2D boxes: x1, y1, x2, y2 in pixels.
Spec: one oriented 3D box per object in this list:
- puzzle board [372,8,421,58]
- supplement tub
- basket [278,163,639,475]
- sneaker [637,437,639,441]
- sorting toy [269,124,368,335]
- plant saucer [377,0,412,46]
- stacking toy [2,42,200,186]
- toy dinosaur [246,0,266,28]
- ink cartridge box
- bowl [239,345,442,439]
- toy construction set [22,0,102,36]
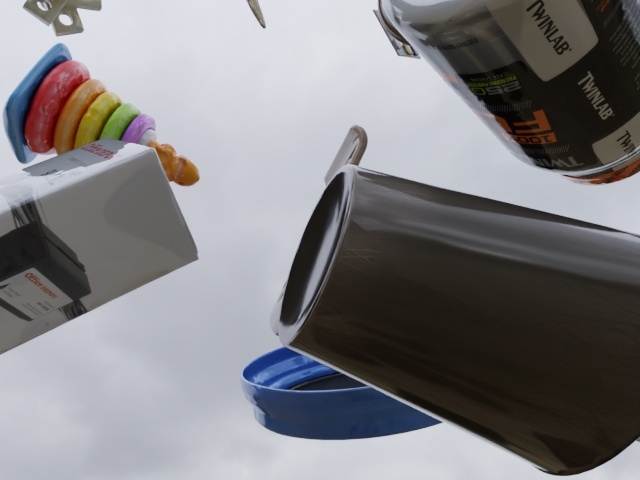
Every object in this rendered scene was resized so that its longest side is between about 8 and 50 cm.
[{"bbox_3d":[0.178,-0.474,1.557,0.011,0.128,0.096,-36,-15,37],"label":"puzzle board"},{"bbox_3d":[0.217,-0.189,0.641,0.193,0.194,0.316,-25,-40,32],"label":"supplement tub"},{"bbox_3d":[0.098,0.046,0.469,0.226,0.154,0.204,21,-55,-13],"label":"basket"},{"bbox_3d":[0.460,0.203,0.957,0.118,0.110,0.292,-30,-43,-19],"label":"sneaker"},{"bbox_3d":[0.000,0.000,0.740,0.038,0.208,0.193,22,-16,-4],"label":"sorting toy"},{"bbox_3d":[0.247,-0.534,1.420,0.277,0.278,0.041,-13,-22,20],"label":"plant saucer"},{"bbox_3d":[-0.328,-0.167,1.088,0.301,0.166,0.175,25,-32,-1],"label":"stacking toy"},{"bbox_3d":[-0.050,-0.156,0.179,0.053,0.093,0.183,3,-39,16],"label":"toy dinosaur"},{"bbox_3d":[-0.313,0.009,0.697,0.307,0.223,0.129,-27,-68,-22],"label":"ink cartridge box"},{"bbox_3d":[0.074,0.209,1.046,0.391,0.077,0.391,-8,3,0],"label":"bowl"},{"bbox_3d":[-0.235,-0.367,0.725,0.327,0.151,0.215,-19,-69,44],"label":"toy construction set"}]
